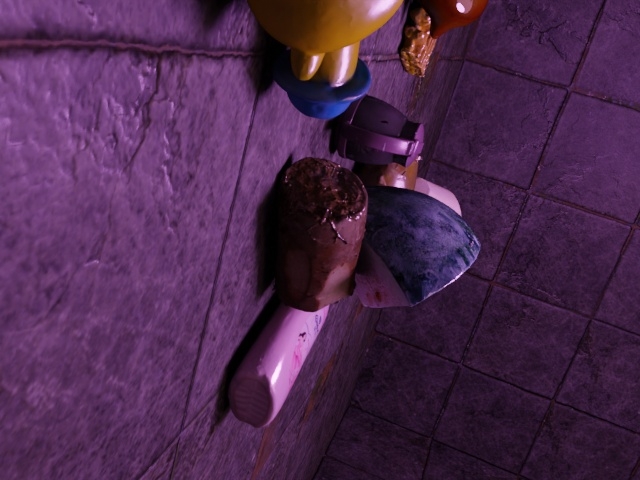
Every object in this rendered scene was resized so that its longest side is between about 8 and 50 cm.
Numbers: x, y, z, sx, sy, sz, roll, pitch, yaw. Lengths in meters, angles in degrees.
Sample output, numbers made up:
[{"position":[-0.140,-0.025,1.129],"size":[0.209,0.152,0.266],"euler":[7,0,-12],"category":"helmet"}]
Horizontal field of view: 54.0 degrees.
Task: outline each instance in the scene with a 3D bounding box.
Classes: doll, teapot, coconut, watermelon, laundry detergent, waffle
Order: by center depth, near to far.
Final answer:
[{"position":[0.008,-0.231,0.568],"size":[0.363,0.145,0.199],"euler":[83,23,-80],"category":"doll"},{"position":[0.103,-0.184,1.056],"size":[0.148,0.146,0.116],"euler":[64,48,-74],"category":"teapot"},{"position":[0.137,0.040,1.062],"size":[0.289,0.319,0.214],"euler":[-99,-151,-56],"category":"watermelon"},{"position":[-0.048,0.157,1.084],"size":[0.335,0.088,0.159],"euler":[-57,167,-50],"category":"laundry detergent"},{"position":[0.245,-0.527,1.239],"size":[0.178,0.135,0.252],"euler":[5,84,-44],"category":"teapot"},{"position":[0.227,-0.468,1.387],"size":[0.211,0.055,0.160],"euler":[8,102,-77],"category":"waffle"},{"position":[0.263,-0.061,1.795],"size":[0.237,0.266,0.237],"euler":[-42,-141,48],"category":"coconut"}]

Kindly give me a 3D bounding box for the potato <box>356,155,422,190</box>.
[{"position":[0.138,-0.102,1.386],"size":[0.191,0.141,0.296],"euler":[-31,137,-76],"category":"potato"}]

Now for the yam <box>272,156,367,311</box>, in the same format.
[{"position":[-0.001,-0.001,0.926],"size":[0.238,0.128,0.129],"euler":[97,18,-48],"category":"yam"}]
